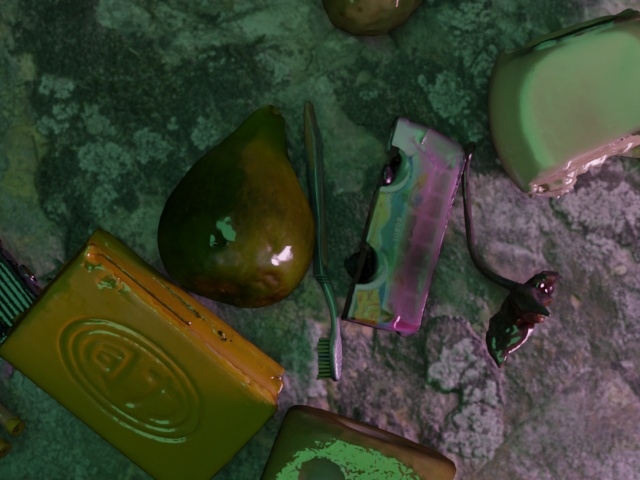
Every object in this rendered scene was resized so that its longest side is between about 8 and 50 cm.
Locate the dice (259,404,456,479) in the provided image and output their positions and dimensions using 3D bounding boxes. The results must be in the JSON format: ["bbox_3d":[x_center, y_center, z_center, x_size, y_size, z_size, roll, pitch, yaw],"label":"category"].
[{"bbox_3d":[0.027,0.344,1.594,0.226,0.238,0.233,20,87,4],"label":"dice"}]

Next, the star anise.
[{"bbox_3d":[0.217,0.014,1.668,0.227,0.148,0.218,38,80,12],"label":"star anise"}]

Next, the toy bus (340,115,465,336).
[{"bbox_3d":[0.104,-0.017,1.689,0.112,0.090,0.274,16,87,-3],"label":"toy bus"}]

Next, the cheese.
[{"bbox_3d":[0.349,-0.169,1.670,0.266,0.127,0.233,-20,88,4],"label":"cheese"}]

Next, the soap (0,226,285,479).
[{"bbox_3d":[-0.225,0.157,1.633,0.324,0.096,0.204,40,104,-10],"label":"soap"}]

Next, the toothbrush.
[{"bbox_3d":[0.000,0.000,1.723,0.037,0.028,0.375,-6,86,22],"label":"toothbrush"}]

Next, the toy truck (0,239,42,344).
[{"bbox_3d":[-0.436,0.050,1.710,0.083,0.092,0.192,-39,85,1],"label":"toy truck"}]

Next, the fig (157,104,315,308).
[{"bbox_3d":[-0.101,-0.057,1.672,0.206,0.206,0.275,6,66,3],"label":"fig"}]

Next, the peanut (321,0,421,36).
[{"bbox_3d":[0.068,-0.345,1.705,0.140,0.109,0.159,41,102,15],"label":"peanut"}]

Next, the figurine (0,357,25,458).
[{"bbox_3d":[-0.490,0.192,1.691,0.240,0.116,0.175,34,89,4],"label":"figurine"}]
